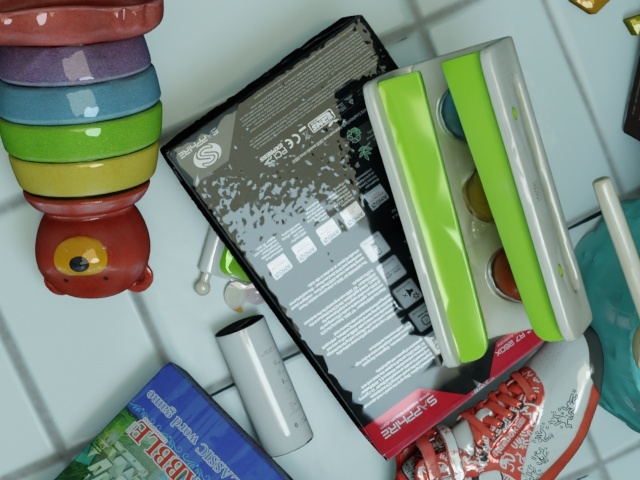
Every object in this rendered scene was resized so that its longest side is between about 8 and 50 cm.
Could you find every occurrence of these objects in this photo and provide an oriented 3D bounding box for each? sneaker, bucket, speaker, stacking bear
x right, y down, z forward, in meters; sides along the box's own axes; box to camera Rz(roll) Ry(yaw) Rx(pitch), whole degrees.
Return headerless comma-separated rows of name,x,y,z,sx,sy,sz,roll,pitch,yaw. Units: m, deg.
sneaker,0.166,0.193,1.538,0.145,0.090,0.270,13,113,-26
bucket,0.393,0.085,1.557,0.281,0.183,0.281,-1,96,-10
speaker,-0.056,0.143,1.553,0.055,0.055,0.136,-24,100,-6
stacking bear,-0.221,-0.083,1.451,0.175,0.164,0.289,-3,108,-1

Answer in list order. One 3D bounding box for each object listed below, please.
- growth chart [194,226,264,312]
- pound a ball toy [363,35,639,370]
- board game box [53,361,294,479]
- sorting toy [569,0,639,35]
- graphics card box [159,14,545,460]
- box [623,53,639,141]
growth chart,0.000,0.000,1.565,0.237,0.021,0.172,8,96,-10
pound a ball toy,0.192,-0.024,1.407,0.208,0.136,0.319,-15,98,22
board game box,-0.141,0.337,1.483,0.319,0.066,0.318,43,87,18
sorting toy,0.396,-0.338,1.585,0.229,0.041,0.307,30,90,-11
graphics card box,0.042,-0.004,1.512,0.233,0.094,0.371,-37,102,-3
box,0.419,-0.151,1.514,0.168,0.203,0.167,8,105,-13
